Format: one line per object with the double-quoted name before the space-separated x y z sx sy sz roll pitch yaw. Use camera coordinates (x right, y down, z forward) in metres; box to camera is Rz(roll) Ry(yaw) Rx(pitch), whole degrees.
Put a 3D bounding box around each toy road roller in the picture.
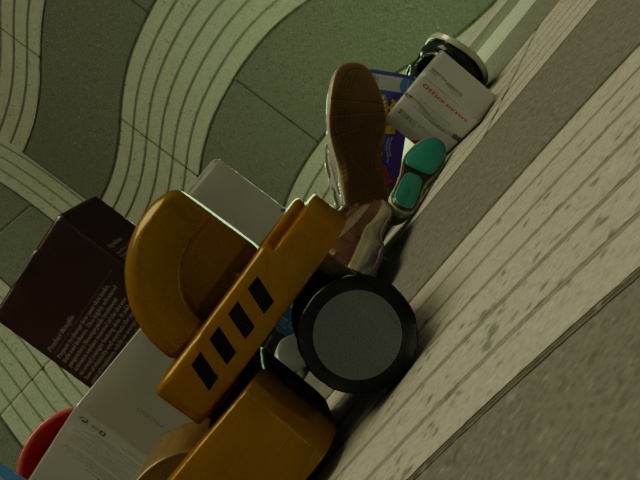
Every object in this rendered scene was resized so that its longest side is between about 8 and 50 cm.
"toy road roller" -0.090 0.101 0.834 0.329 0.241 0.202 -53 3 -2

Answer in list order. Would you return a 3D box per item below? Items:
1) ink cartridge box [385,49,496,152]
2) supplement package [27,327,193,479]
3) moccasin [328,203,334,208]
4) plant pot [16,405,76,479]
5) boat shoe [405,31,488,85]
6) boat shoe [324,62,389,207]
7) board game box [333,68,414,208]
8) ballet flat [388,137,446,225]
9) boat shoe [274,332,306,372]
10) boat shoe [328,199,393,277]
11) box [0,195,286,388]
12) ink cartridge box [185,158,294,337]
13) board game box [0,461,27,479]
"ink cartridge box" 0.179 -0.199 1.453 0.063 0.109 0.150 -51 2 -27
"supplement package" -0.191 0.240 1.146 0.262 0.199 0.198 -50 4 45
"moccasin" 0.000 0.000 1.861 0.137 0.117 0.342 -47 1 23
"plant pot" -0.459 0.490 1.980 0.275 0.275 0.243 -54 -8 -18
"boat shoe" 0.201 -0.262 1.698 0.113 0.127 0.340 -54 2 -5
"boat shoe" 0.045 -0.135 1.514 0.096 0.098 0.276 177 89 -69
"board game box" 0.089 -0.162 1.735 0.347 0.078 0.233 -168 86 -87
"ballet flat" 0.132 -0.086 1.402 0.168 0.057 0.052 -55 -6 -39
"boat shoe" -0.029 0.146 1.285 0.040 0.049 0.142 -58 -6 25
"boat shoe" 0.021 0.001 1.256 0.324 0.117 0.123 -64 -6 -77
"box" -0.238 0.132 1.363 0.191 0.381 0.143 -52 3 18
"ink cartridge box" -0.164 0.090 1.648 0.166 0.285 0.395 -56 4 -36
"board game box" -0.442 0.436 1.440 0.086 0.308 0.302 -56 -2 -29
